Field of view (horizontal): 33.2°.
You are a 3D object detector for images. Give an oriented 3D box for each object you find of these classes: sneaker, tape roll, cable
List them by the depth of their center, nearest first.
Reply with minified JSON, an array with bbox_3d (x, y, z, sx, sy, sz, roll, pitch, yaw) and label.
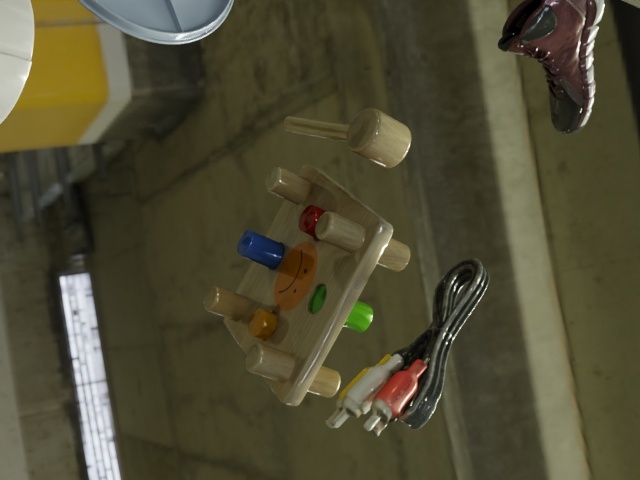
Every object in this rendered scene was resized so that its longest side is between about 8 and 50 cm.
[{"bbox_3d":[0.121,0.120,1.269,0.072,0.287,0.139,43,-22,-19],"label":"cable"},{"bbox_3d":[-0.545,-0.283,1.526,0.246,0.169,0.246,-8,-102,41],"label":"tape roll"},{"bbox_3d":[0.358,-0.293,1.740,0.106,0.162,0.281,-128,-150,-53],"label":"sneaker"}]

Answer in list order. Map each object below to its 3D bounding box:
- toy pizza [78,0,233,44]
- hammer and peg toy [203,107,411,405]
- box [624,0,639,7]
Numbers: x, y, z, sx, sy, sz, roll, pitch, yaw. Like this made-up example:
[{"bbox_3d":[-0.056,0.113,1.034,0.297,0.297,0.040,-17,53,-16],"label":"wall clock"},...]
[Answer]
[{"bbox_3d":[-0.155,-0.249,0.878,0.032,0.201,0.201,-26,-107,44],"label":"toy pizza"},{"bbox_3d":[0.000,0.000,1.371,0.361,0.127,0.266,-62,-151,8],"label":"hammer and peg toy"},{"bbox_3d":[0.583,-0.486,1.683,0.113,0.094,0.275,33,-69,34],"label":"box"}]
